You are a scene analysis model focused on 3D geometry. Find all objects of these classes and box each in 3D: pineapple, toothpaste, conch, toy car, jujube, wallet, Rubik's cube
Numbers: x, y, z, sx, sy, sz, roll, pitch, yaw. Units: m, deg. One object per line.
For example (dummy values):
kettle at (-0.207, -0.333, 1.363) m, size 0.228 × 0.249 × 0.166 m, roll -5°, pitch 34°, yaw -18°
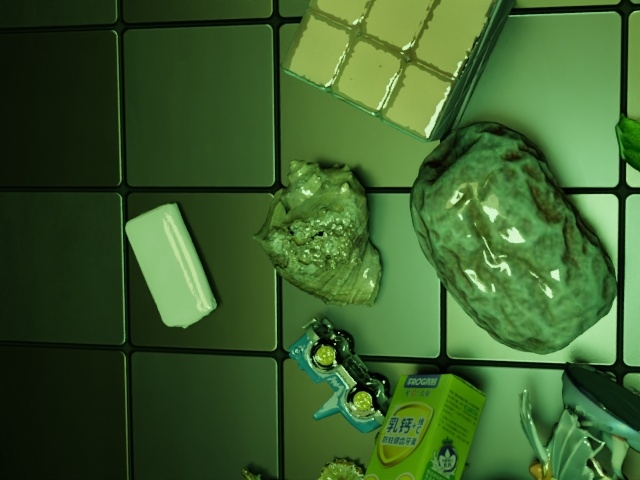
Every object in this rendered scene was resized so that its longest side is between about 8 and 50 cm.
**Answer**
pineapple at (0.031, 0.350, 1.680) m, size 0.083 × 0.019 × 0.045 m, roll -7°, pitch 96°, yaw 18°
toothpaste at (0.117, 0.338, 1.506) m, size 0.077 × 0.110 × 0.327 m, roll 34°, pitch 66°, yaw -27°
conch at (0.000, 0.000, 1.615) m, size 0.178 × 0.163 × 0.245 m, roll -13°, pitch 111°, yaw 47°
toy car at (0.023, 0.206, 1.628) m, size 0.100 × 0.097 × 0.191 m, roll -42°, pitch 84°, yaw 14°
jujube at (0.252, 0.002, 1.485) m, size 0.226 × 0.226 × 0.317 m, roll -36°, pitch 99°, yaw 15°
wallet at (-0.229, 0.041, 1.713) m, size 0.095 × 0.033 × 0.190 m, roll -21°, pitch 89°, yaw 17°
Rubik's cube at (0.112, -0.277, 1.495) m, size 0.224 × 0.231 × 0.221 m, roll 27°, pitch 102°, yaw 9°

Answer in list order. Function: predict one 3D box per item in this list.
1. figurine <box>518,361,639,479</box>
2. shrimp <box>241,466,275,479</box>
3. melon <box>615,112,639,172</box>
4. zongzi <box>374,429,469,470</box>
figurine at (0.287, 0.366, 1.504) m, size 0.248 × 0.277 × 0.388 m, roll 25°, pitch 107°, yaw -23°
shrimp at (-0.047, 0.410, 1.698) m, size 0.190 × 0.042 × 0.101 m, roll 38°, pitch 83°, yaw 9°
melon at (0.545, -0.099, 1.456) m, size 0.323 × 0.196 × 0.124 m, roll 2°, pitch 61°, yaw 22°
zongzi at (0.146, 0.308, 1.632) m, size 0.113 × 0.052 × 0.104 m, roll -24°, pitch 91°, yaw 6°
